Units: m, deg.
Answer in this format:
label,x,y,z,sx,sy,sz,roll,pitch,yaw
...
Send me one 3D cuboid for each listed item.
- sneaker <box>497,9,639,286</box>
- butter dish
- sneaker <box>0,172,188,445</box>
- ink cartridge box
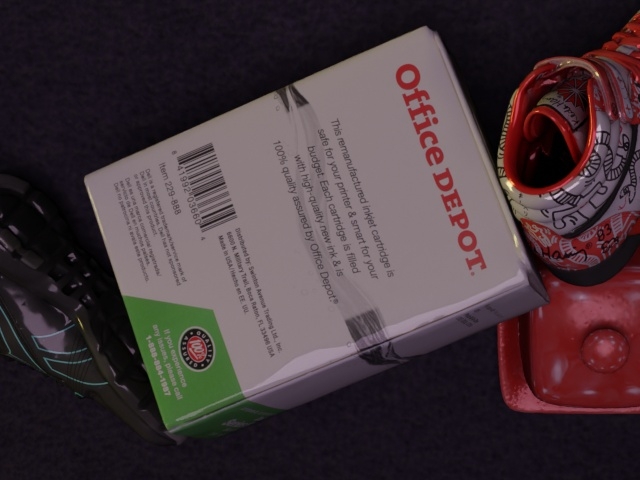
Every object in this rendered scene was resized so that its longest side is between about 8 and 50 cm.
label,x,y,z,sx,sy,sz,roll,pitch,yaw
sneaker,0.217,-0.110,1.252,0.090,0.145,0.270,21,75,34
butter dish,0.215,0.070,1.357,0.160,0.118,0.160,-1,103,5
sneaker,-0.204,0.065,1.426,0.106,0.101,0.267,-36,99,35
ink cartridge box,0.000,0.000,1.324,0.289,0.121,0.211,-22,75,11
